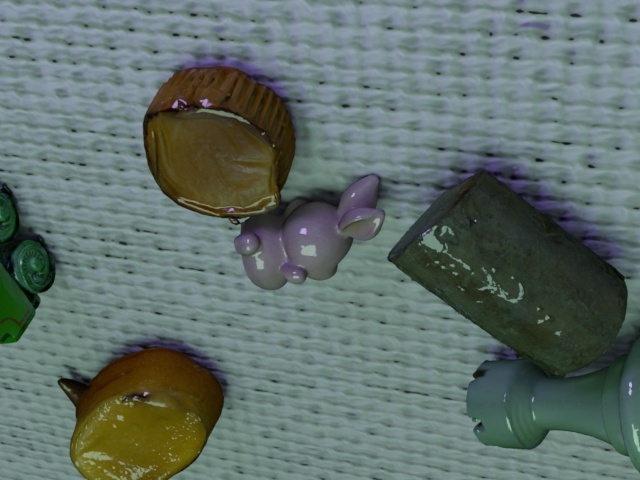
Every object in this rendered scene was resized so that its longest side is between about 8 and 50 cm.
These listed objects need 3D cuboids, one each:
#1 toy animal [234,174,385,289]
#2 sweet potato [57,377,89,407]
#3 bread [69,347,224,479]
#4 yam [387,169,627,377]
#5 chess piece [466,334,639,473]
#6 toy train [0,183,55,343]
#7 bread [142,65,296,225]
[{"bbox_3d":[0.001,0.001,1.583,0.212,0.124,0.124,-12,127,24],"label":"toy animal"},{"bbox_3d":[-0.335,0.310,2.063,0.264,0.057,0.057,41,134,-17],"label":"sweet potato"},{"bbox_3d":[-0.276,0.280,1.936,0.195,0.143,0.269,41,119,-19],"label":"bread"},{"bbox_3d":[0.227,0.035,1.483,0.268,0.161,0.161,35,136,-10],"label":"yam"},{"bbox_3d":[0.345,0.213,1.601,0.299,0.194,0.194,-6,130,39],"label":"chess piece"},{"bbox_3d":[-0.500,0.041,1.778,0.132,0.188,0.243,-7,130,30],"label":"toy train"},{"bbox_3d":[-0.123,-0.123,1.519,0.199,0.104,0.199,10,138,9],"label":"bread"}]
